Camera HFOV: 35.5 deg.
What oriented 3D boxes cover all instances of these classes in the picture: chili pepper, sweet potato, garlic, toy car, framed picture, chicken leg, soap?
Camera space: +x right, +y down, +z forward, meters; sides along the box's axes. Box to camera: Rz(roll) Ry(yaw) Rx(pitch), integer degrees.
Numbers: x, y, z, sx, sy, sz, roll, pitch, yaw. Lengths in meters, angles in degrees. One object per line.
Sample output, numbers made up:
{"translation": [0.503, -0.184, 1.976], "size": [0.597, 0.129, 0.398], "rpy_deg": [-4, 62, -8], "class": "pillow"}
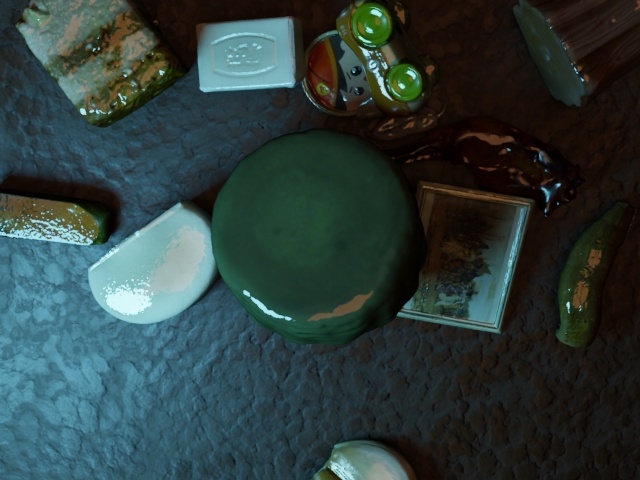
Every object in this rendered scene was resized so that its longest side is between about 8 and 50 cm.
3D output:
{"translation": [0.154, -0.212, 1.800], "size": [0.153, 0.050, 0.041], "rpy_deg": [-14, 141, 2], "class": "chili pepper"}
{"translation": [0.493, 0.054, 1.821], "size": [0.112, 0.085, 0.285], "rpy_deg": [23, 85, -37], "class": "sweet potato"}
{"translation": [0.085, 0.484, 1.850], "size": [0.228, 0.110, 0.217], "rpy_deg": [39, 91, -4], "class": "garlic"}
{"translation": [0.075, -0.300, 1.755], "size": [0.235, 0.145, 0.235], "rpy_deg": [5, 107, 17], "class": "toy car"}
{"translation": [0.255, 0.035, 1.806], "size": [0.217, 0.017, 0.274], "rpy_deg": [8, 111, -1], "class": "framed picture"}
{"translation": [0.272, -0.148, 1.788], "size": [0.407, 0.096, 0.158], "rpy_deg": [8, 116, 1], "class": "chicken leg"}
{"translation": [-0.122, -0.324, 1.751], "size": [0.183, 0.064, 0.121], "rpy_deg": [-1, 98, 18], "class": "soap"}

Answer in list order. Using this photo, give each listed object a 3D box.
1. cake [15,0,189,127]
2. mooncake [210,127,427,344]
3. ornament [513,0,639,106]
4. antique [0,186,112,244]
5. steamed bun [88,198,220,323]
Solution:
{"translation": [-0.379, -0.357, 1.706], "size": [0.196, 0.199, 0.293], "rpy_deg": [-33, 95, 6], "class": "cake"}
{"translation": [0.000, 0.000, 1.690], "size": [0.356, 0.194, 0.356], "rpy_deg": [-3, 74, 9], "class": "mooncake"}
{"translation": [0.484, -0.361, 1.714], "size": [0.218, 0.221, 0.235], "rpy_deg": [-30, 51, 0], "class": "ornament"}
{"translation": [-0.486, -0.042, 1.797], "size": [0.221, 0.081, 0.080], "rpy_deg": [6, 99, -2], "class": "antique"}
{"translation": [-0.276, 0.051, 1.774], "size": [0.242, 0.146, 0.164], "rpy_deg": [-34, 91, 4], "class": "steamed bun"}
